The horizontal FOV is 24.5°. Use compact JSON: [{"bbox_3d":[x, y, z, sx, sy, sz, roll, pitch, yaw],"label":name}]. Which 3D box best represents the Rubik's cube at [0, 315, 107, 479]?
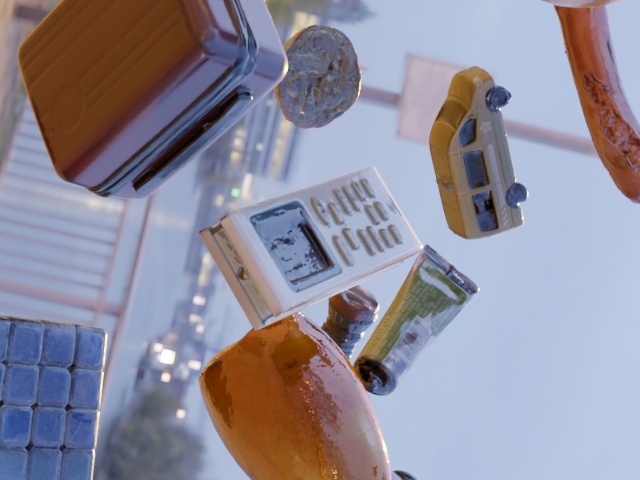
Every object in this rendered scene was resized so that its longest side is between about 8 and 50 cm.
[{"bbox_3d":[-0.403,0.194,1.624,0.238,0.237,0.237,-2,-98,44],"label":"Rubik's cube"}]

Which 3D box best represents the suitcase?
[{"bbox_3d":[-0.197,-0.207,1.698,0.297,0.161,0.236,-37,-120,28],"label":"suitcase"}]

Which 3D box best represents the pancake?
[{"bbox_3d":[-0.007,-0.242,2.188,0.028,0.158,0.158,30,-70,54],"label":"pancake"}]

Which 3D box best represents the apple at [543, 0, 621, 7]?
[{"bbox_3d":[0.287,-0.398,1.626,0.233,0.286,0.286,-126,-132,-70],"label":"apple"}]

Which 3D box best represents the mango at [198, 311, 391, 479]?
[{"bbox_3d":[-0.013,0.208,1.532,0.138,0.257,0.187,-29,166,-48],"label":"mango"}]

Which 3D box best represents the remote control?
[{"bbox_3d":[0.000,0.000,1.408,0.055,0.103,0.277,-34,173,31],"label":"remote control"}]

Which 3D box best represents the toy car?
[{"bbox_3d":[0.233,-0.133,2.263,0.101,0.124,0.257,-144,-144,-65],"label":"toy car"}]

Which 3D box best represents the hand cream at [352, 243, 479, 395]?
[{"bbox_3d":[0.107,0.100,1.722,0.055,0.086,0.235,-47,-177,47],"label":"hand cream"}]

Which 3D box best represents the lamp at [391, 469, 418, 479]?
[{"bbox_3d":[0.055,0.449,2.176,0.198,0.197,0.244,114,-20,-68],"label":"lamp"}]

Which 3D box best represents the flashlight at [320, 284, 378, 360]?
[{"bbox_3d":[0.023,0.186,2.514,0.093,0.093,0.232,-85,-163,-63],"label":"flashlight"}]

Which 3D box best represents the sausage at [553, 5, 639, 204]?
[{"bbox_3d":[0.358,-0.186,1.849,0.078,0.078,0.304,130,-55,-81],"label":"sausage"}]
